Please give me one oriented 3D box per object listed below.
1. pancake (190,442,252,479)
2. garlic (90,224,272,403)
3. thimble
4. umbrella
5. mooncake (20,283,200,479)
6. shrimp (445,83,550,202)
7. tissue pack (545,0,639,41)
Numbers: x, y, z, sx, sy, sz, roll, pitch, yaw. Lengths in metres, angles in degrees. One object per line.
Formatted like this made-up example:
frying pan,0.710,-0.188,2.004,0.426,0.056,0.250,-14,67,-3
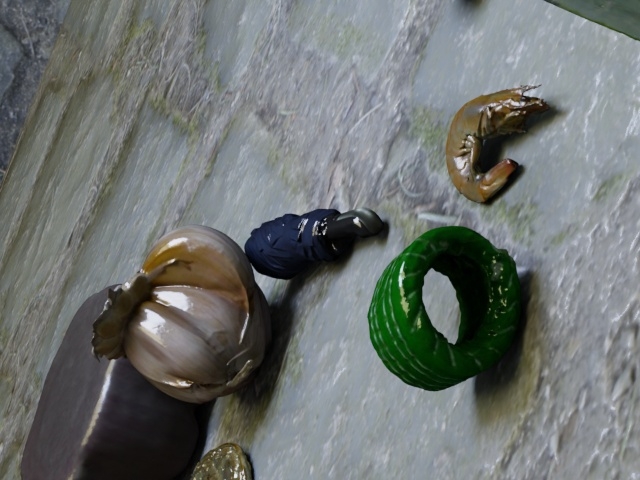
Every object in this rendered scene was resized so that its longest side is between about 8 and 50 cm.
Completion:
pancake,-0.116,0.298,1.950,0.158,0.028,0.158,-47,33,44
garlic,-0.154,0.102,1.941,0.257,0.207,0.207,-104,38,-72
thimble,0.103,0.055,1.487,0.130,0.118,0.090,-50,4,-31
umbrella,-0.003,-0.007,1.903,0.248,0.071,0.071,-23,50,58
mooncake,-0.245,0.212,2.177,0.306,0.154,0.306,-53,26,41
shrimp,0.153,-0.087,1.591,0.162,0.045,0.095,-20,53,62
tissue pack,0.230,-0.309,1.339,0.128,0.228,0.311,-46,30,49
